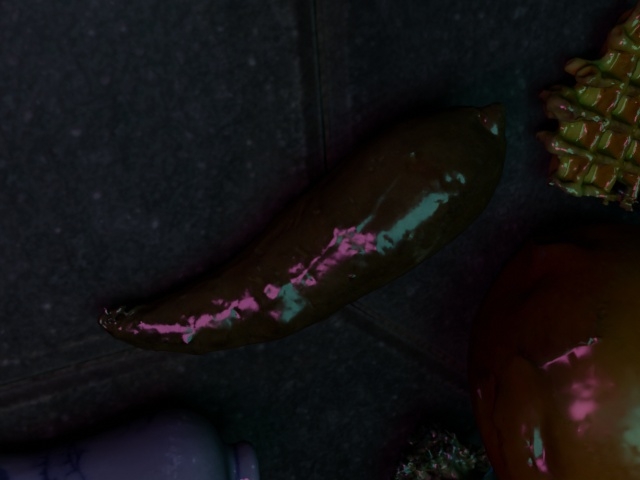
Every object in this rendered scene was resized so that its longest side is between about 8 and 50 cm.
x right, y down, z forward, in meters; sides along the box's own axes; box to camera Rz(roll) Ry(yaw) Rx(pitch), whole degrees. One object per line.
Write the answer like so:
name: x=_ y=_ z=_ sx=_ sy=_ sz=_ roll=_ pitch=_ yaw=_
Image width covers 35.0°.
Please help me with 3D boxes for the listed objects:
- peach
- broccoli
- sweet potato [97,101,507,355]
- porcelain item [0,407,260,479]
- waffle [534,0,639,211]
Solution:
peach: x=0.321 y=0.149 z=1.072 sx=0.373 sy=0.290 sz=0.372 roll=-8 pitch=115 yaw=-18
broccoli: x=0.157 y=0.287 z=1.149 sx=0.155 sy=0.160 sz=0.167 roll=-12 pitch=112 yaw=-51
sweet potato: x=0.000 y=0.005 z=0.952 sx=0.423 sy=0.130 sz=0.130 roll=-30 pitch=125 yaw=2
porcelain item: x=-0.189 y=0.236 z=0.972 sx=0.259 sy=0.141 sz=0.141 roll=-3 pitch=117 yaw=-15
waffle: x=0.355 y=-0.117 z=1.088 sx=0.283 sy=0.065 sz=0.309 roll=-31 pitch=121 yaw=-11
